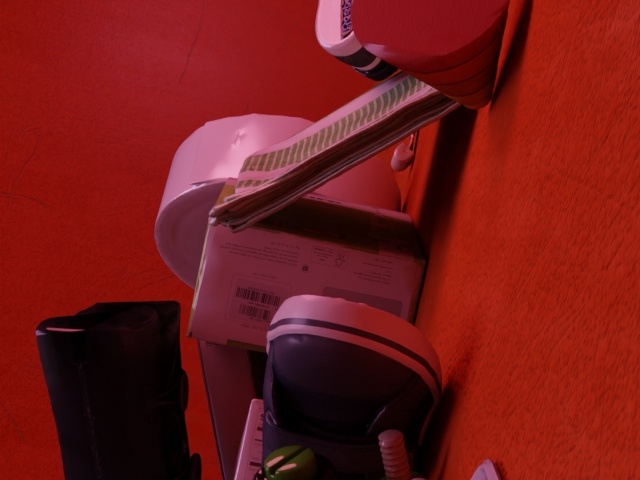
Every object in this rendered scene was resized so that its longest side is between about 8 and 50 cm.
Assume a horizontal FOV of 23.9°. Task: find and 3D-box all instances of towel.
[{"bbox_3d":[0.020,-0.098,1.405,0.038,0.247,0.325,60,-172,-7],"label":"towel"}]

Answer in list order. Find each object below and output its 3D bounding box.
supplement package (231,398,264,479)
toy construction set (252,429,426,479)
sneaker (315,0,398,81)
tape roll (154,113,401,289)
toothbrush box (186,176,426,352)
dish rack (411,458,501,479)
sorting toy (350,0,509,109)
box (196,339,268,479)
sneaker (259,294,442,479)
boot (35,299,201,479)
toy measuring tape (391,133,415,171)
[{"bbox_3d":[-0.025,0.280,1.322,0.139,0.133,0.244,108,174,-70],"label":"supplement package"},{"bbox_3d":[-0.057,0.303,0.929,0.309,0.257,0.237,-71,-28,-66],"label":"toy construction set"},{"bbox_3d":[0.054,-0.266,1.542,0.121,0.079,0.217,35,-120,-53],"label":"sneaker"},{"bbox_3d":[-0.050,-0.023,1.784,0.286,0.286,0.100,104,178,-56],"label":"tape roll"},{"bbox_3d":[-0.013,0.029,1.510,0.283,0.206,0.122,-90,12,-79],"label":"toothbrush box"},{"bbox_3d":[0.026,0.287,0.721,0.285,0.072,0.333,-90,11,-79],"label":"dish rack"},{"bbox_3d":[0.125,-0.243,1.181,0.126,0.127,0.366,57,-142,-48],"label":"sorting toy"},{"bbox_3d":[-0.053,0.184,1.654,0.322,0.058,0.232,-26,-74,-80],"label":"box"},{"bbox_3d":[0.017,0.149,1.093,0.321,0.126,0.127,80,-156,-65],"label":"sneaker"},{"bbox_3d":[-0.167,0.276,1.499,0.367,0.146,0.445,-106,5,-87],"label":"boot"},{"bbox_3d":[0.083,-0.247,1.849,0.121,0.121,0.330,106,175,-69],"label":"toy measuring tape"}]
